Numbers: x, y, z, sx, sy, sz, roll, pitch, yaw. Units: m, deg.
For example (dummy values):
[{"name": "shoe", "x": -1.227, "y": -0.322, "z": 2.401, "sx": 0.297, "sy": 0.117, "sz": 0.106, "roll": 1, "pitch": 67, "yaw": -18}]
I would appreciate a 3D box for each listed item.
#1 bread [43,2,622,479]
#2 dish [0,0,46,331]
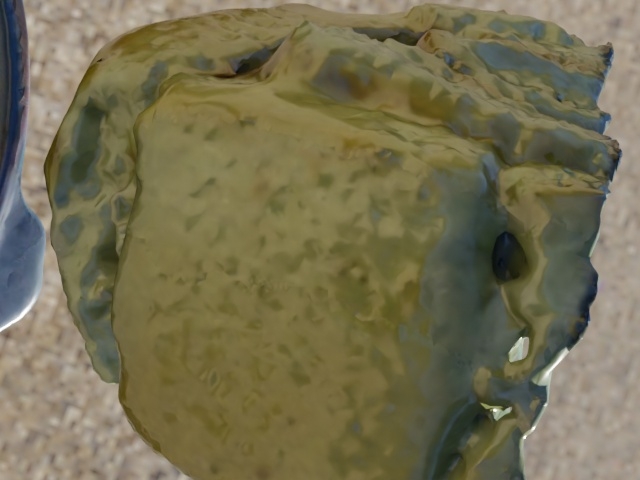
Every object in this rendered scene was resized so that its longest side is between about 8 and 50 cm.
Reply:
[{"name": "bread", "x": -0.001, "y": -0.002, "z": 0.416, "sx": 0.156, "sy": 0.110, "sz": 0.103, "roll": -68, "pitch": 170, "yaw": -77}, {"name": "dish", "x": -0.194, "y": -0.035, "z": 0.507, "sx": 0.228, "sy": 0.086, "sz": 0.236, "roll": -41, "pitch": 129, "yaw": -14}]
